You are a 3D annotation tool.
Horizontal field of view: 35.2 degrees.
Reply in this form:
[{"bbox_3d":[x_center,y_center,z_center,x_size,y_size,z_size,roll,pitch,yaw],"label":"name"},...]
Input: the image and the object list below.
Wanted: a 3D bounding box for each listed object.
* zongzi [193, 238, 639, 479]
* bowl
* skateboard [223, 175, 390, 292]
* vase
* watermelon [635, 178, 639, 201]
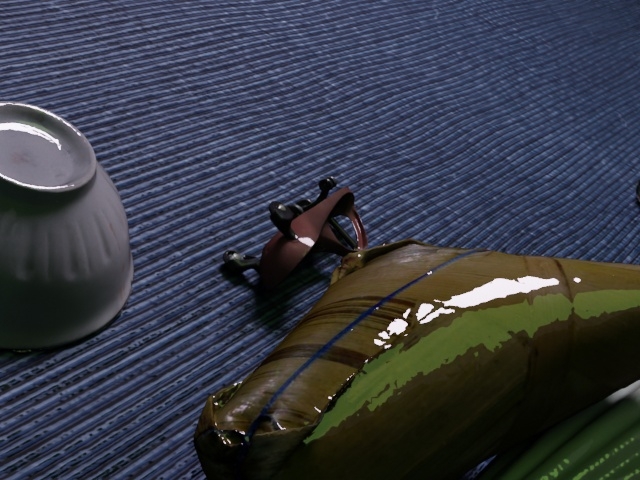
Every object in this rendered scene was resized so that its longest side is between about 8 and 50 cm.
[{"bbox_3d":[0.104,0.086,0.580,0.289,0.123,0.260,-1,23,30],"label":"zongzi"},{"bbox_3d":[-0.192,-0.029,0.628,0.189,0.086,0.189,21,37,-16],"label":"bowl"},{"bbox_3d":[0.000,0.000,0.775,0.080,0.067,0.151,47,32,4],"label":"skateboard"},{"bbox_3d":[0.173,0.164,0.653,0.248,0.128,0.128,-17,57,-37],"label":"vase"},{"bbox_3d":[0.462,-0.027,1.130,0.212,0.201,0.262,-7,94,-45],"label":"watermelon"}]
